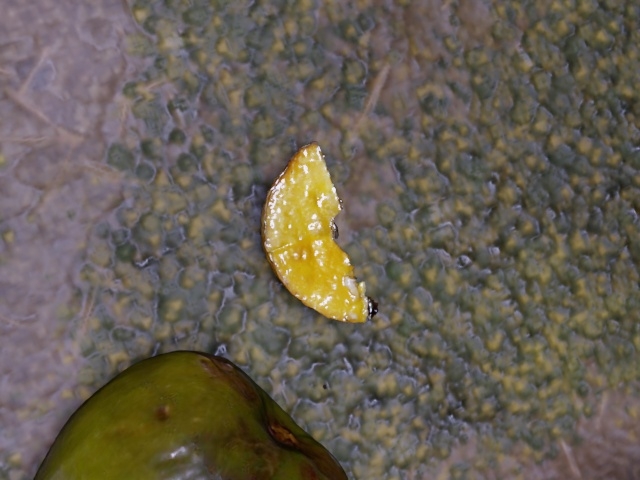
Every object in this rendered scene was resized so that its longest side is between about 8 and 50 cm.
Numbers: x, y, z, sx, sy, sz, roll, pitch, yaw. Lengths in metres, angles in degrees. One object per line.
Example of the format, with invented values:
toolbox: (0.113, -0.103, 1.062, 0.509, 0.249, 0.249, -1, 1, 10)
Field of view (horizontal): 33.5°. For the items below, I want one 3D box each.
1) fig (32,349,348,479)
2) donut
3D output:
fig: (-0.076, 0.141, 0.469, 0.185, 0.126, 0.133, -50, 115, -17)
donut: (0.000, 0.000, 0.542, 0.083, 0.038, 0.067, 39, 75, -17)
